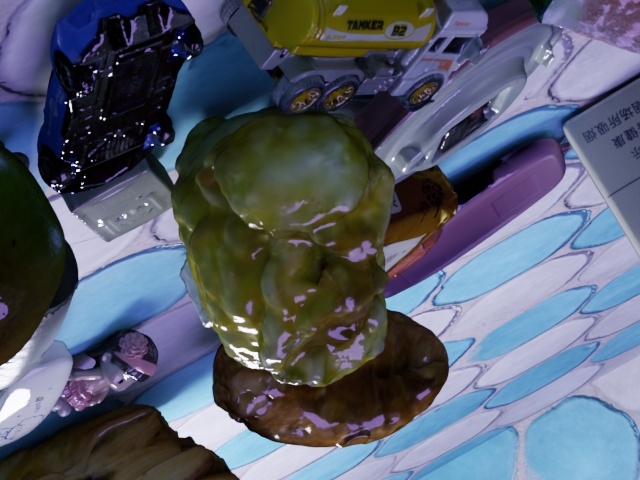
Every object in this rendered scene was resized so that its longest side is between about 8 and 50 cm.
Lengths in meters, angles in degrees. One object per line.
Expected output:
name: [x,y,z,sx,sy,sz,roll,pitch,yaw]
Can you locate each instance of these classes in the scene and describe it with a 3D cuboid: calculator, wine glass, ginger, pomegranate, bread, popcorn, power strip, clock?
calculator: [0.154,-0.023,2.155,0.294,0.043,0.194,-32,163,5]
wine glass: [-0.267,0.061,1.580,0.111,0.111,0.204,-18,161,-34]
ginger: [-0.008,0.154,2.194,0.321,0.165,0.172,-4,172,-41]
pomegranate: [-0.257,-0.004,1.357,0.180,0.180,0.210,-39,-163,29]
bread: [-0.260,0.302,2.196,0.370,0.191,0.314,-15,168,-4]
popcorn: [-0.022,0.005,1.545,0.173,0.225,0.286,-13,-172,-6]
power strip: [-0.166,-0.046,1.551,0.075,0.042,0.175,-29,164,4]
clock: [0.117,-0.120,1.714,0.244,0.056,0.244,-35,169,-8]

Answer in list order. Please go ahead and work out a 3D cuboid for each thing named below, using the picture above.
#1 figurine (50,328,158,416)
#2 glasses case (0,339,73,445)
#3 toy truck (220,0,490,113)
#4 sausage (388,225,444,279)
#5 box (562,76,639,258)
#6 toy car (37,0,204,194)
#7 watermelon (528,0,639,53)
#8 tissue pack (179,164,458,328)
figurine: [-0.224,0.130,1.979,0.129,0.054,0.072,-25,150,12]
glasses case: [-0.295,0.152,1.914,0.076,0.049,0.197,-19,161,-32]
toy truck: [0.028,-0.162,1.434,0.227,0.098,0.114,-6,146,-50]
sausage: [0.071,-0.002,2.022,0.076,0.076,0.141,-9,152,-50]
box: [0.390,-0.052,2.073,0.168,0.259,0.071,-32,166,6]
toy car: [-0.149,-0.105,1.362,0.103,0.063,0.216,-24,161,-25]
watermelon: [0.339,-0.256,1.534,0.292,0.319,0.222,-80,-174,-63]
tissue pack: [0.000,0.000,1.881,0.226,0.092,0.183,-11,156,-44]
